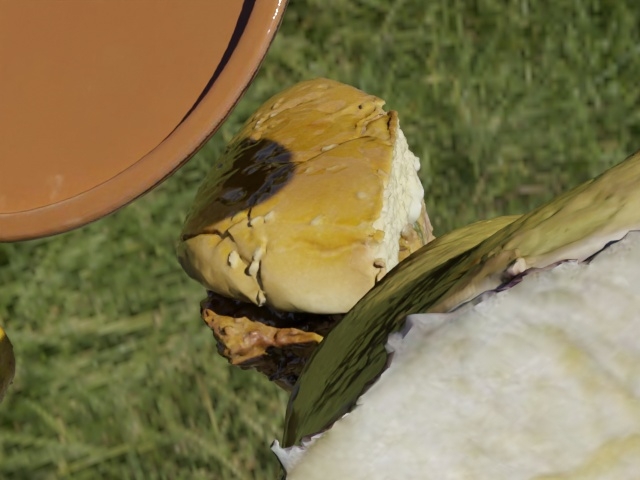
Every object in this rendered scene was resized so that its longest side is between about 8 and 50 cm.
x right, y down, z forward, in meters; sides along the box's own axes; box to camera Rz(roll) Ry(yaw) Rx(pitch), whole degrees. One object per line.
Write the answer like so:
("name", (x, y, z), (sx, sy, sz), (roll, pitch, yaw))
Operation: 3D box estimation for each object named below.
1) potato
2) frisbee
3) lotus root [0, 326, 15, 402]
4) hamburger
("potato", (0.107, 0.063, 0.898), (0.290, 0.397, 0.296), (9, 34, -9))
("frisbee", (-0.119, -0.116, 0.850), (0.251, 0.021, 0.250), (-9, 68, 22))
("lotus root", (-0.417, 0.124, 1.741), (0.291, 0.193, 0.193), (-8, 42, -33))
("hamburger", (0.000, 0.000, 1.276), (0.245, 0.155, 0.282), (-32, 29, -32))
